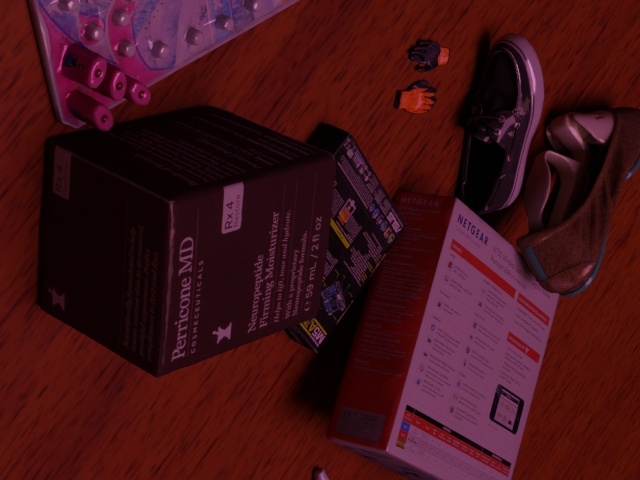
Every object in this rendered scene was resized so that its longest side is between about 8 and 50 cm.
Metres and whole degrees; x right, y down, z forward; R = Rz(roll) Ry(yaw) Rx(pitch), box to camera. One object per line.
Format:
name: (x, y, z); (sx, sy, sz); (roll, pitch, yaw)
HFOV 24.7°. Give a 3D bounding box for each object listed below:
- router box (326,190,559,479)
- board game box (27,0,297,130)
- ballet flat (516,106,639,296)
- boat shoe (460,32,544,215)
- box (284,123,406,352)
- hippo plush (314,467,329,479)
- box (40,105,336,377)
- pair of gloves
router box: (0.160, 0.141, 1.758); (0.335, 0.082, 0.301); (36, 67, -53)
board game box: (-0.096, -0.336, 1.244); (0.390, 0.050, 0.390); (-36, 135, -34)
ballet flat: (0.325, -0.083, 1.854); (0.124, 0.116, 0.342); (43, 53, -18)
boat shoe: (0.202, -0.129, 1.722); (0.076, 0.080, 0.228); (-29, 139, -41)
box: (0.000, 0.000, 1.568); (0.184, 0.045, 0.190); (-53, 143, -12)
hippo plush: (0.069, 0.476, 1.769); (0.234, 0.236, 0.294); (33, 84, -54)
box: (-0.119, -0.007, 1.309); (0.203, 0.167, 0.168); (-19, 124, -45)
pair of gloves: (0.115, -0.182, 1.632); (0.074, 0.010, 0.083); (-3, 112, -50)
